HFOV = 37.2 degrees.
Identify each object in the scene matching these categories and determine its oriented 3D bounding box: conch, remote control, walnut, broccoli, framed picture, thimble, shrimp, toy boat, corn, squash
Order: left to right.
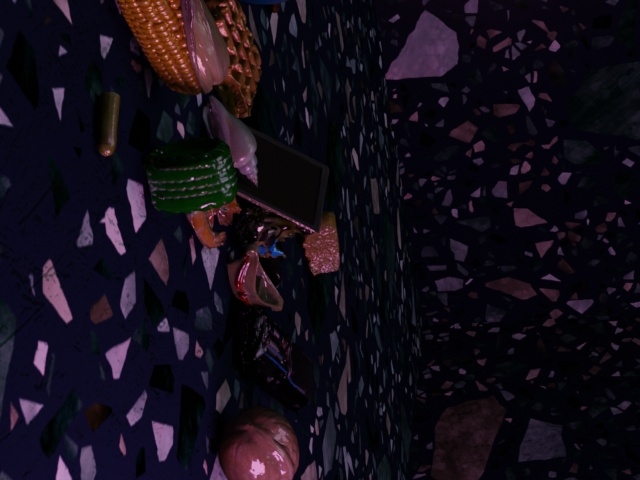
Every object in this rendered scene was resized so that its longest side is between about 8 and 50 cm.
[{"bbox_3d":[-0.276,-0.150,1.234,0.027,0.027,0.083,49,39,-69],"label":"squash"},{"bbox_3d":[-0.218,-0.338,1.334,0.305,0.122,0.123,68,21,-49],"label":"corn"},{"bbox_3d":[-0.189,-0.095,1.384,0.118,0.130,0.090,-113,-168,-65],"label":"thimble"},{"bbox_3d":[-0.185,-0.049,1.582,0.187,0.052,0.132,33,65,-65],"label":"shrimp"},{"bbox_3d":[-0.158,-0.165,1.656,0.088,0.065,0.180,-40,105,-34],"label":"conch"},{"bbox_3d":[-0.123,0.071,1.737,0.185,0.071,0.089,70,20,-48],"label":"toy boat"},{"bbox_3d":[-0.103,0.356,1.599,0.162,0.140,0.140,88,8,-46],"label":"walnut"},{"bbox_3d":[-0.080,-0.117,1.764,0.014,0.197,0.252,-58,-168,30],"label":"framed picture"},{"bbox_3d":[-0.078,-0.036,1.776,0.154,0.160,0.167,-65,149,-14],"label":"broccoli"},{"bbox_3d":[-0.082,0.238,1.888,0.399,0.062,0.144,56,31,-65],"label":"remote control"}]

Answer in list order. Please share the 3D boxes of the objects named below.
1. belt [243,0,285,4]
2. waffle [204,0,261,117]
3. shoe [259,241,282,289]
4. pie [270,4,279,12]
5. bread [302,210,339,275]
[{"bbox_3d":[-0.099,-0.610,1.539,0.173,0.300,0.436,16,70,-77],"label":"belt"},{"bbox_3d":[-0.164,-0.352,1.727,0.160,0.055,0.211,-81,160,-44],"label":"waffle"},{"bbox_3d":[-0.106,0.039,1.856,0.159,0.062,0.053,-84,161,-57],"label":"shoe"},{"bbox_3d":[-0.099,-0.559,2.136,0.191,0.033,0.088,-77,174,-56],"label":"pie"},{"bbox_3d":[0.000,-0.003,2.283,0.125,0.086,0.156,-91,175,-61],"label":"bread"}]
